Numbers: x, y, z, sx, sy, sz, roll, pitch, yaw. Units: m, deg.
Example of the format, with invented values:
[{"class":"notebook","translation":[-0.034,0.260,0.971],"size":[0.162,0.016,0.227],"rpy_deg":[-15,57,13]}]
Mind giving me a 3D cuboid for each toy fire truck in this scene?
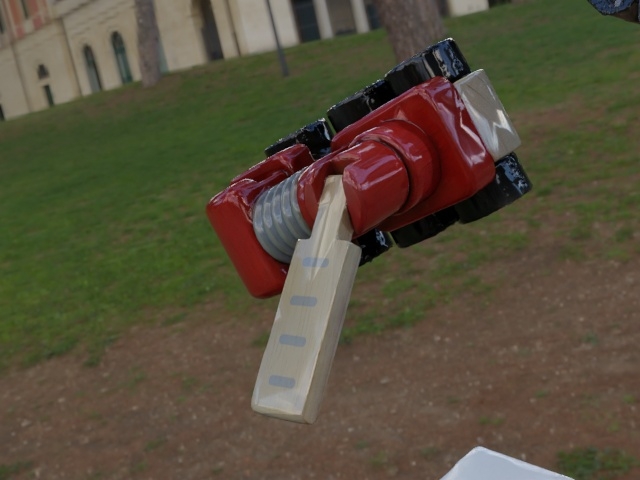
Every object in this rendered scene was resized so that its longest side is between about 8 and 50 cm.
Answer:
[{"class":"toy fire truck","translation":[0.000,0.000,0.600],"size":[0.246,0.158,0.217],"rpy_deg":[-31,5,-43]}]

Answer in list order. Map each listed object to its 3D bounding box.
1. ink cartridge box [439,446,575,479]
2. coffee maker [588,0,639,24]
[{"class":"ink cartridge box","translation":[0.110,0.293,0.589],"size":[0.308,0.091,0.385],"rpy_deg":[-36,8,-18]},{"class":"coffee maker","translation":[0.310,-0.203,0.715],"size":[0.178,0.171,0.120],"rpy_deg":[10,-28,-19]}]
